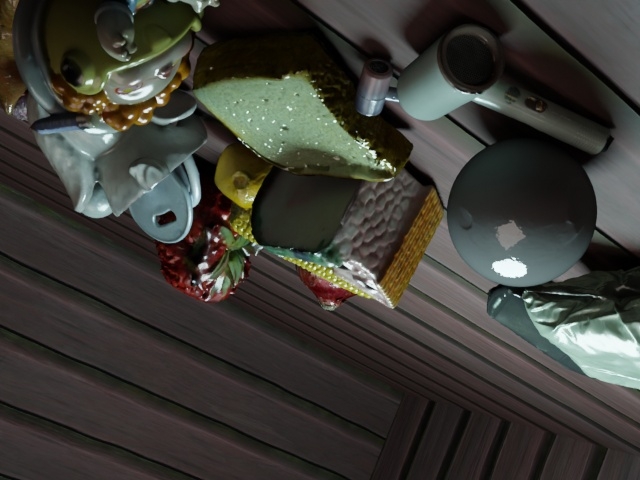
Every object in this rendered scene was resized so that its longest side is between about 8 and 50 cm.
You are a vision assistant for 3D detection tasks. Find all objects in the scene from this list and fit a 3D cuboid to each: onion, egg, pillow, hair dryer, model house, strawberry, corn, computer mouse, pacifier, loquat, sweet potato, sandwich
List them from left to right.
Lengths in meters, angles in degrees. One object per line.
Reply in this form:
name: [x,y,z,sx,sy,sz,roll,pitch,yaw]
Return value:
sweet potato: [-0.482,-0.322,1.268,0.095,0.106,0.354,-4,163,-25]
pacifier: [-0.357,-0.110,1.535,0.238,0.225,0.287,-10,109,48]
strawberry: [-0.259,-0.014,1.747,0.257,0.261,0.261,21,166,24]
loquat: [-0.124,-0.113,1.445,0.137,0.113,0.137,11,-175,-1]
sandwich: [-0.028,-0.174,1.089,0.226,0.087,0.251,2,154,38]
corn: [0.000,0.000,1.595,0.387,0.144,0.144,23,166,1]
onion: [0.024,0.086,1.870,0.184,0.147,0.184,13,176,1]
model house: [0.048,-0.020,1.301,0.237,0.202,0.237,35,162,-37]
hair dryer: [0.101,-0.177,0.975,0.114,0.037,0.063,9,142,-6]
hair dryer: [0.209,-0.148,0.879,0.236,0.073,0.131,18,170,-13]
egg: [0.240,-0.035,0.973,0.176,0.176,0.232,21,168,12]
computer mouse: [0.454,0.154,1.528,0.295,0.087,0.168,31,157,9]
pillow: [0.488,0.148,1.275,0.283,0.138,0.310,-5,145,45]

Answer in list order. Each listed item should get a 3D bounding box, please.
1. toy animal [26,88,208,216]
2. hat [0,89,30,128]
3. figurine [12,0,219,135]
toy animal: [-0.348,-0.197,1.335,0.265,0.271,0.206,51,-172,-14]
hat: [-0.545,-0.305,1.431,0.128,0.140,0.227,-3,141,30]
figurine: [-0.223,-0.286,0.936,0.205,0.224,0.382,47,139,-2]
